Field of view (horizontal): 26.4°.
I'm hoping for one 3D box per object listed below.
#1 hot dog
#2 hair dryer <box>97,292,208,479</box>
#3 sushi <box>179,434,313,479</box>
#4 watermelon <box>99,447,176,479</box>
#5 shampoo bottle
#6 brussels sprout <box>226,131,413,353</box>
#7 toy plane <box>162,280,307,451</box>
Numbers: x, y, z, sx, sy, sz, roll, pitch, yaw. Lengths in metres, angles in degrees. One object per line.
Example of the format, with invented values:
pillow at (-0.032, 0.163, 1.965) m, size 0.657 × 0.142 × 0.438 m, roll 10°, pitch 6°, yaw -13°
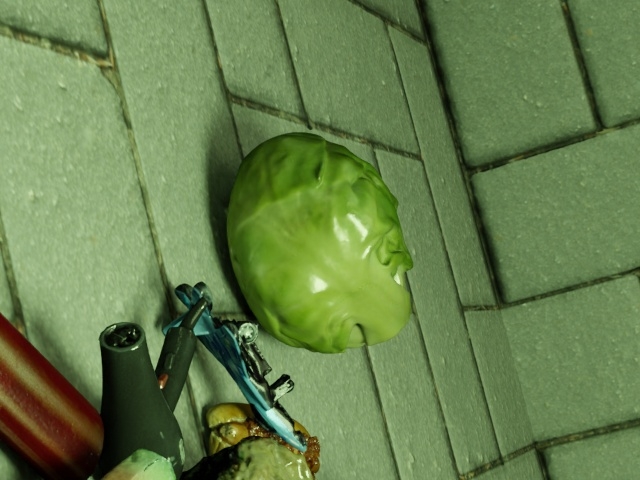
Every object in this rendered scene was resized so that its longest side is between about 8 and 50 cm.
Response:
hot dog at (-0.061, 0.259, 1.734) m, size 0.249 × 0.076 × 0.102 m, roll 37°, pitch 36°, yaw -57°
hair dryer at (-0.174, 0.129, 1.448) m, size 0.272 × 0.091 × 0.235 m, roll -76°, pitch 166°, yaw -54°
sushi at (-0.077, 0.391, 1.446) m, size 0.211 × 0.171 × 0.350 m, roll 50°, pitch 29°, yaw -45°
watermelon at (-0.218, 0.319, 1.225) m, size 0.256 × 0.139 × 0.193 m, roll -42°, pitch 119°, yaw -58°
shampoo bottle at (-0.293, 0.121, 1.240) m, size 0.102 × 0.064 × 0.260 m, roll -94°, pitch 157°, yaw -45°
brussels sprout at (0.000, 0.000, 1.872) m, size 0.328 × 0.247 × 0.328 m, roll 48°, pitch 31°, yaw -42°
toy plane at (-0.088, 0.152, 1.635) m, size 0.246 × 0.078 × 0.169 m, roll 45°, pitch -17°, yaw -10°
